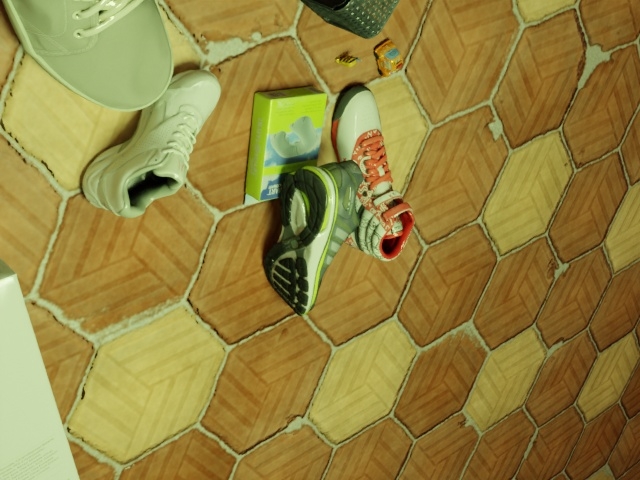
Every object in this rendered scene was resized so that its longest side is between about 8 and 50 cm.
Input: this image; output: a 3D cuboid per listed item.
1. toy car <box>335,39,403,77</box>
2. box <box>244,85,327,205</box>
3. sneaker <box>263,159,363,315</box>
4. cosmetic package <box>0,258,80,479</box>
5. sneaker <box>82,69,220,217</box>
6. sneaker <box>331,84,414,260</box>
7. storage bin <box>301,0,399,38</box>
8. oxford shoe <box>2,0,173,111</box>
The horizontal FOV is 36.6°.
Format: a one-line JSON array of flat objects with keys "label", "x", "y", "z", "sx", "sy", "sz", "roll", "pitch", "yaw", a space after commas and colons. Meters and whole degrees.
[{"label": "toy car", "x": 0.081, "y": -0.265, "z": 1.485, "sx": 0.122, "sy": 0.040, "sz": 0.060, "roll": -25, "pitch": 130, "yaw": -33}, {"label": "box", "x": -0.054, "y": -0.134, "z": 1.436, "sx": 0.109, "sy": 0.042, "sz": 0.178, "roll": -14, "pitch": 123, "yaw": -38}, {"label": "sneaker", "x": 0.000, "y": 0.000, "z": 1.492, "sx": 0.121, "sy": 0.111, "sz": 0.300, "roll": -24, "pitch": 148, "yaw": -35}, {"label": "cosmetic package", "x": -0.425, "y": 0.172, "z": 1.152, "sx": 0.155, "sy": 0.197, "sz": 0.365, "roll": -27, "pitch": 133, "yaw": -30}, {"label": "sneaker", "x": -0.195, "y": -0.116, "z": 1.251, "sx": 0.232, "sy": 0.115, "sz": 0.090, "roll": -53, "pitch": 139, "yaw": -5}, {"label": "sneaker", "x": 0.090, "y": -0.099, "z": 1.520, "sx": 0.090, "sy": 0.145, "sz": 0.270, "roll": -19, "pitch": 127, "yaw": -36}, {"label": "storage bin", "x": 0.058, "y": -0.383, "z": 1.324, "sx": 0.084, "sy": 0.122, "sz": 0.180, "roll": 29, "pitch": 93, "yaw": -50}, {"label": "oxford shoe", "x": -0.260, "y": -0.287, "z": 1.048, "sx": 0.169, "sy": 0.130, "sz": 0.449, "roll": -50, "pitch": 150, "yaw": -19}]
